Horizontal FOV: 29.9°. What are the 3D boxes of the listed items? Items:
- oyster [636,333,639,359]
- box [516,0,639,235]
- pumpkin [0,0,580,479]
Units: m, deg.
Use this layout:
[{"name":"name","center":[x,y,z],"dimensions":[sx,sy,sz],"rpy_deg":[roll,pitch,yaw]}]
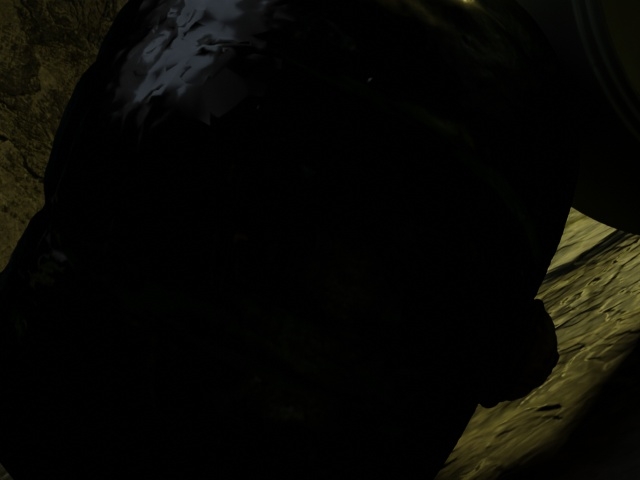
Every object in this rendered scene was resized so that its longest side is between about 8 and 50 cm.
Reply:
[{"name":"oyster","center":[0.210,0.000,0.462],"dimensions":[0.200,0.061,0.106],"rpy_deg":[-33,20,6]},{"name":"box","center":[0.204,-0.115,0.580],"dimensions":[0.226,0.226,0.149],"rpy_deg":[-32,3,-10]},{"name":"pumpkin","center":[-0.008,0.010,0.543],"dimensions":[0.315,0.238,0.315],"rpy_deg":[-60,-1,-1]}]
